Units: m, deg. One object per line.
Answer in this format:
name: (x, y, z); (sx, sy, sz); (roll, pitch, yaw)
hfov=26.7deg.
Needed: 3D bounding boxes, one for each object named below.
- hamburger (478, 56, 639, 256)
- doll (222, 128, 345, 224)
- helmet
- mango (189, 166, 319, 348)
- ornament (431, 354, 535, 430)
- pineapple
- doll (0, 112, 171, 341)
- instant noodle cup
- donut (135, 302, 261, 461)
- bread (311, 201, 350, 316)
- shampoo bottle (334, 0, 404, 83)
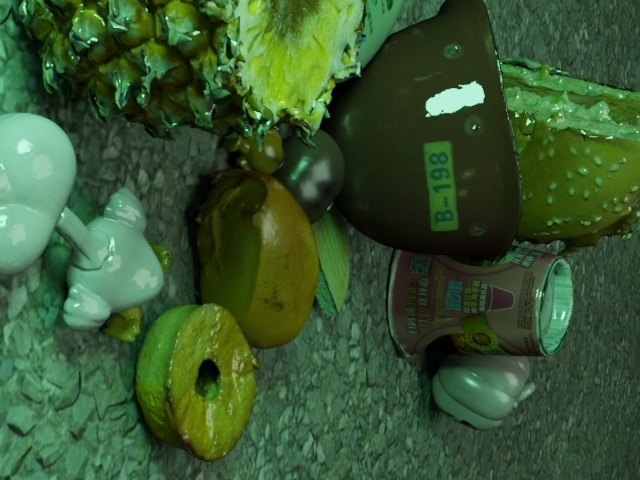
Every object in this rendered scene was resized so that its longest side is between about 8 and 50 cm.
hamburger: (0.353, -0.117, 2.158); (0.268, 0.446, 0.286); (-28, 129, -54)
doll: (-0.042, -0.099, 1.733); (0.145, 0.096, 0.188); (-39, 122, -23)
helmet: (0.115, -0.139, 1.860); (0.337, 0.230, 0.384); (-116, -163, -58)
mango: (-0.074, 0.032, 1.663); (0.154, 0.126, 0.252); (-43, 134, -37)
ornament: (0.283, 0.243, 2.325); (0.177, 0.178, 0.177); (-18, 110, -61)
pineapple: (-0.127, -0.256, 1.318); (0.352, 0.300, 0.352); (-16, 107, -62)
doll: (-0.253, -0.007, 1.343); (0.365, 0.094, 0.160); (43, 64, -56)
instant noodle cup: (0.265, 0.091, 2.193); (0.244, 0.255, 0.243); (-22, 115, -58)
donut: (-0.152, 0.163, 1.590); (0.190, 0.075, 0.174); (58, 47, -44)
bread: (0.002, 0.000, 1.905); (0.112, 0.036, 0.193); (-62, 142, -46)
shampoo bottle: (-0.023, -0.276, 1.680); (0.349, 0.151, 0.221); (-53, 135, -44)
